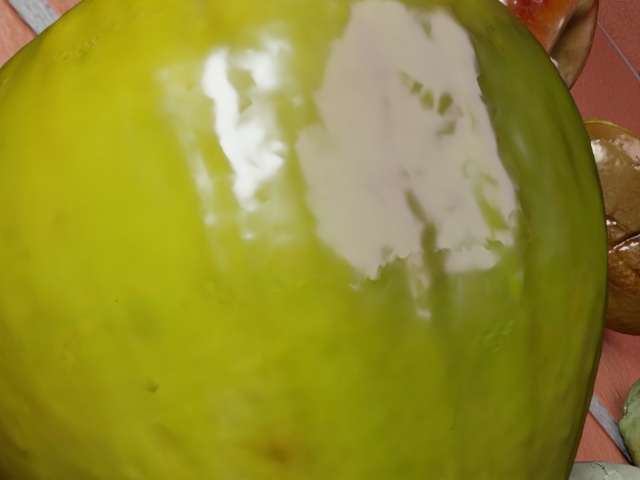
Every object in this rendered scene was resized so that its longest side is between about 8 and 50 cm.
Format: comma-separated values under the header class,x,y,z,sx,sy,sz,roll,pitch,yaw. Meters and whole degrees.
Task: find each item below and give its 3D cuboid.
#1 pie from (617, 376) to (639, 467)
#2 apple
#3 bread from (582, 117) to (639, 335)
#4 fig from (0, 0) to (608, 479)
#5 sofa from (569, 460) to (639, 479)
class,x,y,z,sx,sy,sz,roll,pitch,yaw
pie,0.415,0.267,1.433,0.277,0.078,0.277,43,21,-21
apple,0.194,-0.250,1.485,0.206,0.251,0.272,32,26,23
bread,0.332,-0.018,1.498,0.270,0.195,0.142,47,18,-8
fig,-0.019,0.036,0.625,0.343,0.343,0.343,42,26,-27
sofa,0.144,0.256,0.684,0.176,0.210,0.225,21,47,-11
